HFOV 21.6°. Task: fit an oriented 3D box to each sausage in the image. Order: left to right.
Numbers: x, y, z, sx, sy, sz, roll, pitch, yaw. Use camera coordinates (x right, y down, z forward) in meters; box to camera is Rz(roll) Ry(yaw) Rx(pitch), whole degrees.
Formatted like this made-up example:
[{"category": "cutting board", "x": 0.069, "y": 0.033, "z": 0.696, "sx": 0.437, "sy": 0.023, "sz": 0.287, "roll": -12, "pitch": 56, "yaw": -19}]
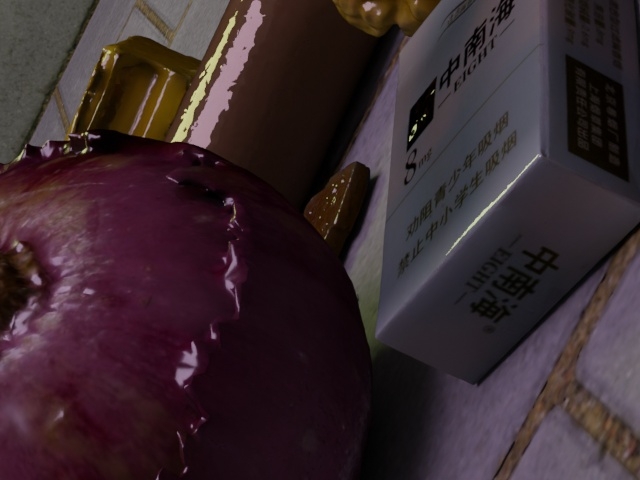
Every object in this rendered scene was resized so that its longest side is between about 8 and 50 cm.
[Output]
[{"category": "sausage", "x": -0.038, "y": -0.112, "z": 1.293, "sx": 0.253, "sy": 0.123, "sz": 0.123, "roll": -65, "pitch": 16, "yaw": -6}]

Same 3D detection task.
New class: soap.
[{"category": "soap", "x": -0.213, "y": -0.042, "z": 1.649, "sx": 0.204, "sy": 0.096, "sz": 0.324, "roll": -67, "pitch": 1, "yaw": -80}]

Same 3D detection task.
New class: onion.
[{"category": "onion", "x": -0.124, "y": 0.111, "z": 0.979, "sx": 0.358, "sy": 0.345, "sz": 0.358, "roll": -32, "pitch": 43, "yaw": 36}]

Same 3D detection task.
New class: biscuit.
[{"category": "biscuit", "x": 0.000, "y": 0.000, "z": 1.185, "sx": 0.130, "sy": 0.019, "sz": 0.119, "roll": -57, "pitch": 17, "yaw": 25}]

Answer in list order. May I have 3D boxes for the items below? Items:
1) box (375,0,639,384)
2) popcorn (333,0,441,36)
[{"category": "box", "x": 0.100, "y": -0.063, "z": 0.893, "sx": 0.155, "sy": 0.067, "sz": 0.243, "roll": -48, "pitch": 23, "yaw": 39}, {"category": "popcorn", "x": 0.078, "y": -0.220, "z": 1.079, "sx": 0.140, "sy": 0.163, "sz": 0.194, "roll": -54, "pitch": -26, "yaw": -40}]
